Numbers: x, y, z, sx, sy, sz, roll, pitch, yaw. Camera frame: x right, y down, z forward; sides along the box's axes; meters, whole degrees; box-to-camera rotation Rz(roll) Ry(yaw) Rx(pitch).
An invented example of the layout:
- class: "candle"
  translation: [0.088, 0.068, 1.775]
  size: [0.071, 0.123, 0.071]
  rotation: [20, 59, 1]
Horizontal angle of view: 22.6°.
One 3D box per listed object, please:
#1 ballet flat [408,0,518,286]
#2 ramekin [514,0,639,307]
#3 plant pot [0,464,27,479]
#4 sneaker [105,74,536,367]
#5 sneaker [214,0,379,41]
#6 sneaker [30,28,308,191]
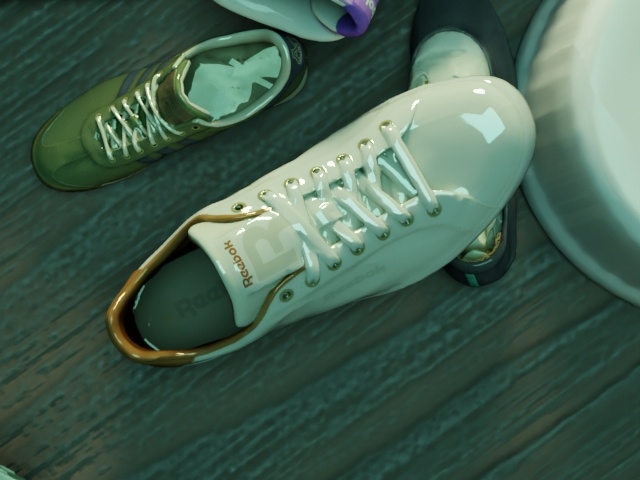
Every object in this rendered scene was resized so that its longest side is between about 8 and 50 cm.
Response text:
- class: "ballet flat"
  translation: [0.091, -0.071, 1.027]
  size: [0.074, 0.074, 0.203]
  rotation: [-5, 89, -4]
- class: "ramekin"
  translation: [0.266, -0.085, 1.010]
  size: [0.277, 0.135, 0.277]
  rotation: [0, 89, -3]
- class: "plant pot"
  translation: [-0.279, 0.224, 0.959]
  size: [0.166, 0.165, 0.234]
  rotation: [28, 79, -2]
- class: "sneaker"
  translation: [0.000, 0.000, 0.960]
  size: [0.290, 0.123, 0.106]
  rotation: [-33, 87, 13]
- class: "sneaker"
  translation: [0.060, -0.193, 0.993]
  size: [0.282, 0.102, 0.161]
  rotation: [-6, 61, 3]
- class: "sneaker"
  translation: [-0.097, -0.088, 1.011]
  size: [0.192, 0.086, 0.064]
  rotation: [-23, 90, -4]
